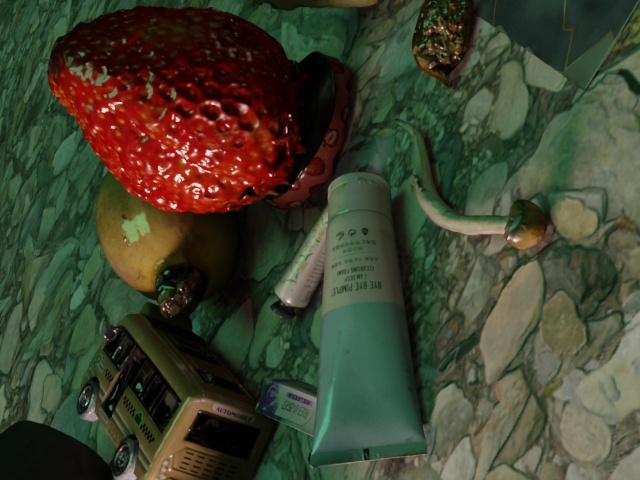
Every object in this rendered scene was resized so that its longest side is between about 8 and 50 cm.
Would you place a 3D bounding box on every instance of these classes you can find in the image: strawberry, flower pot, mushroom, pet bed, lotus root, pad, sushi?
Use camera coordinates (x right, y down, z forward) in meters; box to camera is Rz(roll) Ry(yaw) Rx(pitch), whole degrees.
[{"bbox_3d":[-0.171,-0.154,1.395,0.250,0.288,0.238,-48,33,28],"label":"strawberry"},{"bbox_3d":[-0.383,0.352,1.631,0.269,0.269,0.166,-30,23,50],"label":"flower pot"},{"bbox_3d":[0.127,-0.048,1.172,0.068,0.043,0.306,-49,28,1],"label":"mushroom"},{"bbox_3d":[-0.029,-0.131,1.485,0.201,0.053,0.201,-40,39,42],"label":"pet bed"},{"bbox_3d":[-0.189,-0.002,1.544,0.182,0.183,0.310,-56,32,23],"label":"lotus root"},{"bbox_3d":[0.234,-0.252,1.150,0.163,0.004,0.243,-61,29,15],"label":"pad"},{"bbox_3d":[0.129,-0.217,1.265,0.055,0.052,0.120,160,127,-77],"label":"sushi"}]

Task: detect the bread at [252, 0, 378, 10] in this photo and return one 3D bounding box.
[{"bbox_3d":[0.019,-0.413,1.437,0.196,0.239,0.252,83,-177,-61],"label":"bread"}]

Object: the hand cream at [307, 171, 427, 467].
[{"bbox_3d":[0.046,0.076,1.197,0.111,0.070,0.312,-7,56,11],"label":"hand cream"}]

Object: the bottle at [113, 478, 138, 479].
[{"bbox_3d":[-0.249,0.320,1.585,0.063,0.047,0.101,9,72,25],"label":"bottle"}]

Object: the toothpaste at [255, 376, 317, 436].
[{"bbox_3d":[-0.004,0.176,1.248,0.196,0.040,0.047,9,82,61],"label":"toothpaste"}]

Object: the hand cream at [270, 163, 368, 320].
[{"bbox_3d":[0.000,0.000,1.350,0.194,0.042,0.067,-62,-12,14],"label":"hand cream"}]

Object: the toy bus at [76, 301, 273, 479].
[{"bbox_3d":[-0.176,0.193,1.438,0.157,0.139,0.289,-62,29,5],"label":"toy bus"}]
